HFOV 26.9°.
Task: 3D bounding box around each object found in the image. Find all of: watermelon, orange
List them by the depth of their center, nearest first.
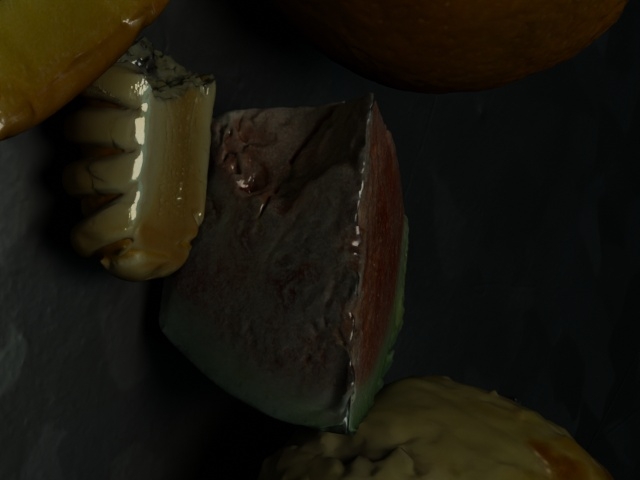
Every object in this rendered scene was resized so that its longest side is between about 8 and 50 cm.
[{"bbox_3d":[0.082,-0.287,1.016,0.357,0.322,0.322,55,52,-32],"label":"orange"},{"bbox_3d":[0.000,0.000,1.023,0.232,0.193,0.310,62,41,-30],"label":"watermelon"}]

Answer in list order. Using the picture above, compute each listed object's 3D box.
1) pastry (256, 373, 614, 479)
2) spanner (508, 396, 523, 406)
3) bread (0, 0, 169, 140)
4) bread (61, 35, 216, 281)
[{"bbox_3d":[0.095,0.304,1.053,0.388,0.312,0.388,-35,143,-33],"label":"pastry"},{"bbox_3d":[0.250,0.267,1.524,0.054,0.015,0.254,-58,134,-31],"label":"spanner"},{"bbox_3d":[-0.190,-0.139,0.859,0.245,0.102,0.094,-51,133,-38],"label":"bread"},{"bbox_3d":[-0.133,-0.060,0.948,0.119,0.084,0.177,1,93,-65],"label":"bread"}]
